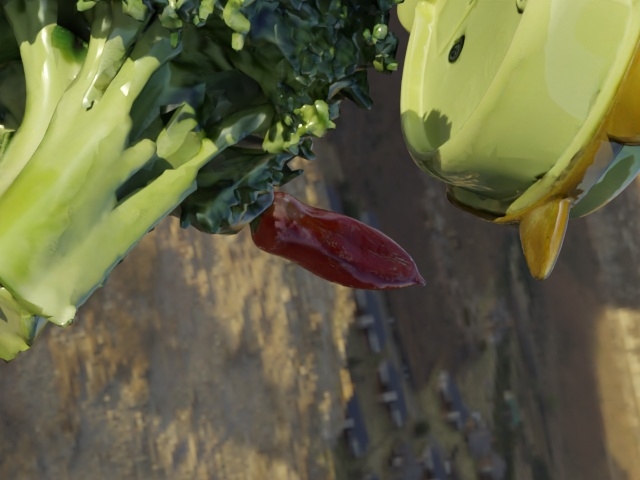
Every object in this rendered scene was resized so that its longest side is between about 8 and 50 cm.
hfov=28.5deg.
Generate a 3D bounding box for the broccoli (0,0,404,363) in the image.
[{"bbox_3d":[-0.138,-0.096,0.708,0.302,0.375,0.249,-33,91,-43],"label":"broccoli"}]

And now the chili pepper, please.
[{"bbox_3d":[0.000,0.000,0.988,0.191,0.050,0.059,23,41,-19],"label":"chili pepper"}]

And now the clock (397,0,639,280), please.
[{"bbox_3d":[0.148,-0.152,0.834,0.286,0.117,0.348,120,-20,-44],"label":"clock"}]
